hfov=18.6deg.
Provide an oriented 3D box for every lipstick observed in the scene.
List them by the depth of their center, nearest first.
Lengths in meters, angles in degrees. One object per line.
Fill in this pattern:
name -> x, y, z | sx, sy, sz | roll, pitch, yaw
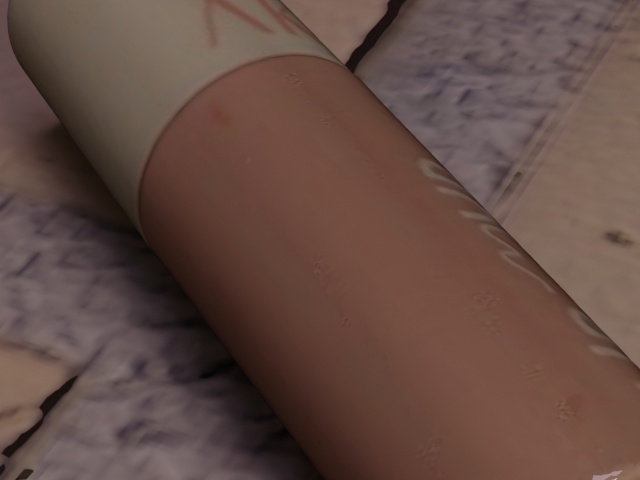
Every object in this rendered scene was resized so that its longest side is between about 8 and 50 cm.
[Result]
lipstick -> 0.000, 0.000, 0.482 | 0.070, 0.070, 0.254 | -20, 43, -21
